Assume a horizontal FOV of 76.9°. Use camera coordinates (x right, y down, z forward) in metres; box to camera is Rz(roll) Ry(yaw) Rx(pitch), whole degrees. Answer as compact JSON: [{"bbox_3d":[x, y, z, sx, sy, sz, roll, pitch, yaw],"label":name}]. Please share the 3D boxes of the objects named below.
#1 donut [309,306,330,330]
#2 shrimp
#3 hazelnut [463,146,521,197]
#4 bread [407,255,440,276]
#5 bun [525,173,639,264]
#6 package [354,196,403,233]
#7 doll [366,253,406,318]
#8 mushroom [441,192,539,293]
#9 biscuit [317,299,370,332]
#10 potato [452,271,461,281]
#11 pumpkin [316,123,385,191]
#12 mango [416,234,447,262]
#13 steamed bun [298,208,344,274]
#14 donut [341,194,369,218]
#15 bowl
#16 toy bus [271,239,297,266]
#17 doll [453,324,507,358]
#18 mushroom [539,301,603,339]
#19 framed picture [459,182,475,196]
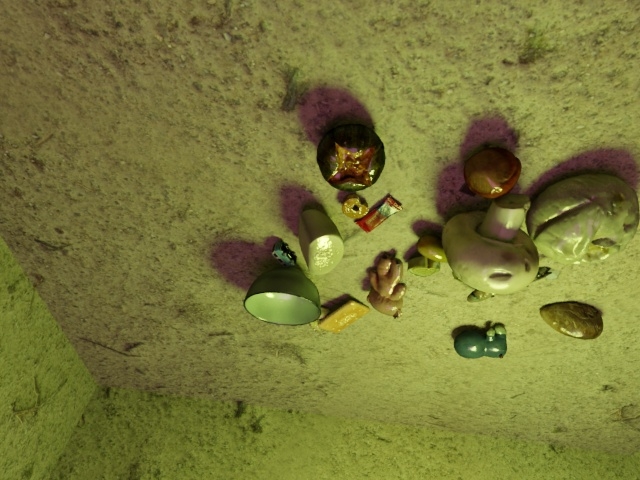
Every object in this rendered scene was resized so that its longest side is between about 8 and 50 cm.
[{"bbox_3d":[-0.021,0.406,2.101,0.108,0.065,0.165,15,134,-7],"label":"donut"},{"bbox_3d":[0.810,0.192,1.741,0.361,0.085,0.247,-27,156,22],"label":"shrimp"},{"bbox_3d":[0.577,-0.217,1.347,0.183,0.182,0.182,4,134,4],"label":"hazelnut"},{"bbox_3d":[0.445,0.107,1.727,0.118,0.064,0.156,17,155,-24],"label":"bread"},{"bbox_3d":[0.929,-0.054,1.423,0.366,0.219,0.364,2,131,3],"label":"bun"},{"bbox_3d":[0.230,-0.098,1.608,0.083,0.022,0.200,34,131,-24],"label":"package"},{"bbox_3d":[0.321,0.195,1.826,0.201,0.156,0.302,30,124,36],"label":"doll"},{"bbox_3d":[0.596,0.016,1.453,0.326,0.352,0.353,-2,138,40],"label":"mushroom"},{"bbox_3d":[0.119,0.393,2.047,0.250,0.030,0.160,-39,134,24],"label":"biscuit"},{"bbox_3d":[0.673,0.120,1.712,0.226,0.090,0.117,-10,114,10],"label":"potato"},{"bbox_3d":[0.104,-0.279,1.354,0.239,0.159,0.237,-3,129,-4],"label":"pumpkin"},{"bbox_3d":[0.480,0.037,1.632,0.195,0.130,0.091,18,108,-5],"label":"mango"},{"bbox_3d":[0.000,0.000,1.620,0.155,0.199,0.250,-12,139,-15],"label":"steamed bun"},{"bbox_3d":[0.133,-0.134,1.572,0.097,0.043,0.108,-31,124,31],"label":"donut"},{"bbox_3d":[-0.163,0.240,1.856,0.355,0.184,0.353,4,145,3],"label":"bowl"},{"bbox_3d":[-0.165,0.062,1.791,0.075,0.060,0.123,-17,132,27],"label":"toy bus"},{"bbox_3d":[0.819,0.532,2.071,0.259,0.153,0.228,0,138,17],"label":"doll"},{"bbox_3d":[1.179,0.389,1.866,0.287,0.151,0.155,8,133,0],"label":"mushroom"},{"bbox_3d":[0.559,-0.202,1.474,0.066,0.006,0.089,17,134,-10],"label":"framed picture"}]
